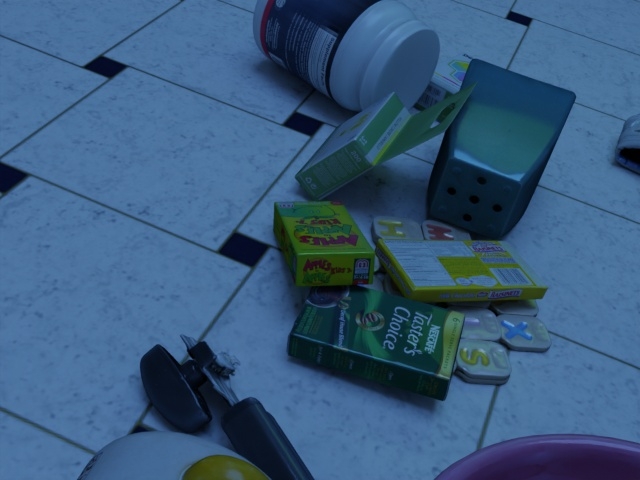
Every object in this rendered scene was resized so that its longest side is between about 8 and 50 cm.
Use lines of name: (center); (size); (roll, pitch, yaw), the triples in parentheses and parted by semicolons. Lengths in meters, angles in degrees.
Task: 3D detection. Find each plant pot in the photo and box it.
plant pot: (0.247, -0.120, 1.226); (0.166, 0.165, 0.234); (22, 42, 9)

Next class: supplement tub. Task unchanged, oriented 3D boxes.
supplement tub: (0.040, -0.332, 1.390); (0.272, 0.191, 0.191); (37, 44, 26)

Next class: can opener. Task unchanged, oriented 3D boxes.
can opener: (-0.077, 0.199, 0.829); (0.093, 0.074, 0.280); (-41, 55, -6)

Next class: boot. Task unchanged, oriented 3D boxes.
boot: (0.626, -0.128, 1.419); (0.258, 0.095, 0.123); (20, 45, 20)

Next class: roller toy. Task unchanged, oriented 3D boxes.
roller toy: (-0.116, 0.246, 0.644); (0.191, 0.209, 0.146); (2, 35, 17)

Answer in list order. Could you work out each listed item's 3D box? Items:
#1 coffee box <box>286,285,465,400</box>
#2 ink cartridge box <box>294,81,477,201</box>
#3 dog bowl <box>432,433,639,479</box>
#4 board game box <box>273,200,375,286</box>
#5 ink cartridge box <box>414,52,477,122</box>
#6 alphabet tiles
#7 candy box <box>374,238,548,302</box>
coffee box: (0.066, 0.107, 0.963); (0.184, 0.040, 0.113); (16, 40, 10)
ink cartridge box: (0.091, -0.156, 1.179); (0.056, 0.235, 0.171); (51, 39, -12)
dog bowl: (0.214, 0.312, 0.625); (0.408, 0.150, 0.408); (2, 32, -2)
board game box: (0.000, 0.000, 1.047); (0.092, 0.043, 0.181); (-1, 22, -12)
ink cartridge box: (0.262, -0.272, 1.489); (0.109, 0.062, 0.209); (36, 43, 26)
alphabet tiles: (0.149, 0.066, 1.081); (0.278, 0.021, 0.284); (6, 40, -10)
candy box: (0.179, 0.037, 1.073); (0.206, 0.027, 0.105); (1, 33, -27)
